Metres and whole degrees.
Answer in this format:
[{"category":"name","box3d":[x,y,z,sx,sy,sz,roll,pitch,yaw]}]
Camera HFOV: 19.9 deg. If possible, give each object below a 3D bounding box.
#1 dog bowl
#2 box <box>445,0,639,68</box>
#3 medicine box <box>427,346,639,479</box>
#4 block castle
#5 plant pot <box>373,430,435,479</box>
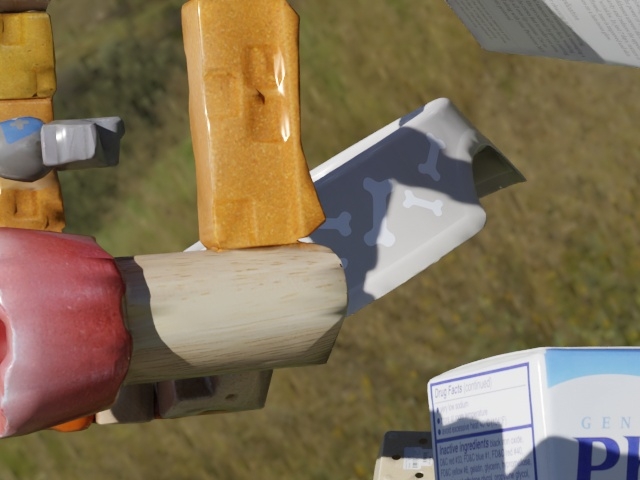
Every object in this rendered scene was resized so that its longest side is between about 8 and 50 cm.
[{"category":"dog bowl","box3d":[0.000,0.000,1.520,0.349,0.102,0.349,-32,3,2]},{"category":"box","box3d":[0.160,-0.166,0.945,0.170,0.091,0.130,10,72,33]},{"category":"medicine box","box3d":[0.232,0.227,1.294,0.263,0.289,0.149,2,-11,-28]},{"category":"block castle","box3d":[-0.178,-0.057,0.906,0.213,0.303,0.453,-5,-1,-25]},{"category":"plant pot","box3d":[0.095,0.234,1.677,0.109,0.096,0.109,1,36,8]}]
